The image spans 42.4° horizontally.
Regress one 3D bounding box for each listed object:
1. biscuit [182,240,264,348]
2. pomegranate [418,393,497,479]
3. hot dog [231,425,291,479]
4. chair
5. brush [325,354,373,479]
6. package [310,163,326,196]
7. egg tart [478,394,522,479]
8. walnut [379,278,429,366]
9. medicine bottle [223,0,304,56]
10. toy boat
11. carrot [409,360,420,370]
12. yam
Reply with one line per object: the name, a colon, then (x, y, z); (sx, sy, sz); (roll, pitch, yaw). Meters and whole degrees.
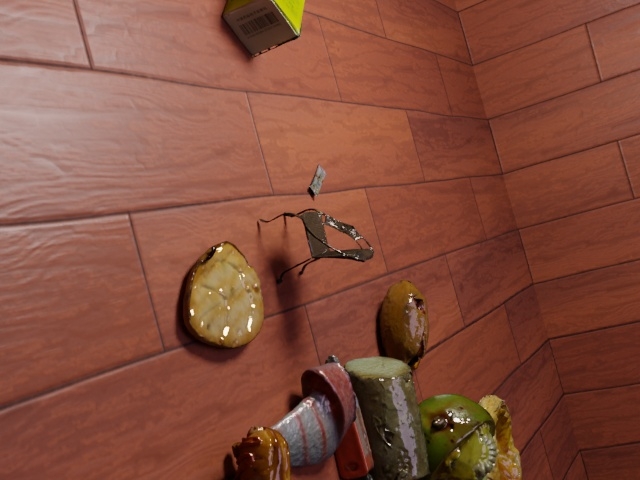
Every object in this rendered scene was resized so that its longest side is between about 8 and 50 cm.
biscuit: (-0.184, 0.110, 1.561); (0.260, 0.041, 0.203); (-39, 113, -60)
pomegranate: (0.313, 0.526, 2.062); (0.341, 0.260, 0.261); (90, 5, -53)
hot dog: (-0.106, 0.496, 1.412); (0.158, 0.117, 0.349); (75, 12, -81)
chair: (0.000, 0.000, 1.776); (0.174, 0.213, 0.149); (-16, 96, -64)
brush: (0.056, 0.411, 1.813); (0.051, 0.070, 0.324); (4, 69, -62)
package: (-0.006, -0.148, 2.046); (0.037, 0.015, 0.110); (54, 32, -24)
egg tart: (0.472, 0.633, 2.356); (0.388, 0.168, 0.388); (39, 44, -53)
walnut: (0.217, 0.217, 2.150); (0.137, 0.137, 0.245); (34, 56, -51)
medicine bottle: (-0.120, -0.574, 1.930); (0.141, 0.137, 0.250); (49, 36, -40)
toy boat: (-0.034, 0.379, 1.661); (0.282, 0.096, 0.206); (-29, 116, -53)
carrot: (0.264, 0.306, 2.281); (0.042, 0.042, 0.171); (65, 26, -17)
yam: (0.150, 0.415, 1.887); (0.168, 0.168, 0.305); (6, 72, -61)
